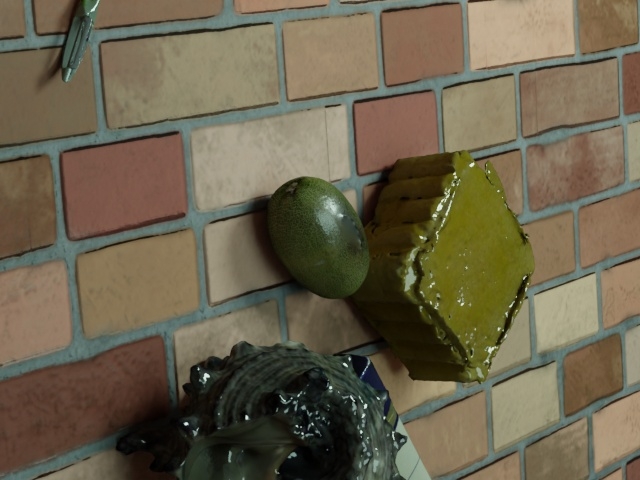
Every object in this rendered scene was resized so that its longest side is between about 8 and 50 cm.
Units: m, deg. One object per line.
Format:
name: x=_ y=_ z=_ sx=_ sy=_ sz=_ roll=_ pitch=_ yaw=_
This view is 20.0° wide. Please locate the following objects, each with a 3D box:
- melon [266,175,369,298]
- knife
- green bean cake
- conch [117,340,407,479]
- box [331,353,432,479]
melon: x=0.000 y=0.000 z=1.985 sx=0.099 sy=0.099 sz=0.162 roll=-59 pitch=136 yaw=-32
knife: x=-0.220 y=-0.231 z=1.739 sx=0.022 sy=0.026 sz=0.184 roll=22 pitch=70 yaw=-21
green bean cake: x=0.143 y=0.032 z=2.149 sx=0.230 sy=0.131 sz=0.224 roll=55 pitch=49 yaw=-36
conch: x=-0.048 y=0.221 z=1.860 sx=0.313 sy=0.186 sz=0.241 roll=16 pitch=83 yaw=-41
box: x=0.042 y=0.275 z=2.079 sx=0.168 sy=0.071 sz=0.259 roll=-54 pitch=133 yaw=-35
